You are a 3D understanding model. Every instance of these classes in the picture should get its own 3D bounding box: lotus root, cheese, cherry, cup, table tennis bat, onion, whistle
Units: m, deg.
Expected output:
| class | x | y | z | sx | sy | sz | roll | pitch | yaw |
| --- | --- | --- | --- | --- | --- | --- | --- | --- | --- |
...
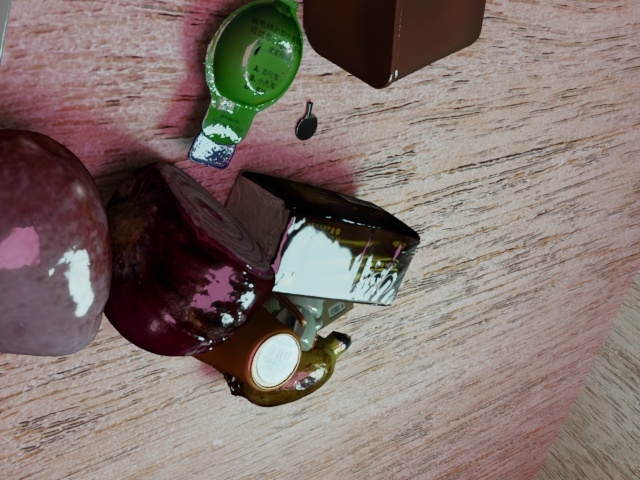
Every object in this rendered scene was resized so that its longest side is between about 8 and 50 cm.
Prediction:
| class | x | y | z | sx | sy | sz | roll | pitch | yaw |
| --- | --- | --- | --- | --- | --- | --- | --- | --- | --- |
| lotus root | -0.075 | 0.282 | 1.792 | 0.314 | 0.169 | 0.142 | -17 | 122 | -6 |
| cheese | -0.130 | -0.272 | 1.374 | 0.203 | 0.083 | 0.321 | 14 | 110 | -49 |
| cherry | -0.464 | 0.013 | 1.138 | 0.326 | 0.291 | 0.335 | -10 | 122 | -15 |
| cup | -0.146 | 0.177 | 1.605 | 0.226 | 0.264 | 0.182 | -35 | 126 | -25 |
| table tennis bat | -0.025 | -0.232 | 1.562 | 0.050 | 0.007 | 0.083 | -17 | 133 | -32 |
| onion | -0.248 | 0.048 | 1.344 | 0.260 | 0.337 | 0.282 | -48 | 148 | 10 |
| whistle | -0.052 | 0.180 | 1.703 | 0.105 | 0.101 | 0.253 | 37 | 59 | -41 |

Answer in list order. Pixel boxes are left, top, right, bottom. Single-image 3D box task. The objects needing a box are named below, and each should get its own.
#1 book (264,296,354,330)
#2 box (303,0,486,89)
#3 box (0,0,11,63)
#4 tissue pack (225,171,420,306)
| class | x | y | z | sx | sy | sz | roll | pitch | yaw |
| --- | --- | --- | --- | --- | --- | --- | --- | --- | --- |
| book | -0.030 | 0.108 | 1.829 | 0.216 | 0.021 | 0.310 | -31 | 138 | -18 |
| box | 0.131 | -0.467 | 1.330 | 0.229 | 0.239 | 0.340 | -26 | 136 | -27 |
| box | -0.494 | -0.277 | 0.964 | 0.175 | 0.182 | 0.312 | -1 | 122 | -41 |
| tissue pack | 0.000 | 0.000 | 1.606 | 0.369 | 0.210 | 0.198 | 11 | 103 | -41 |
